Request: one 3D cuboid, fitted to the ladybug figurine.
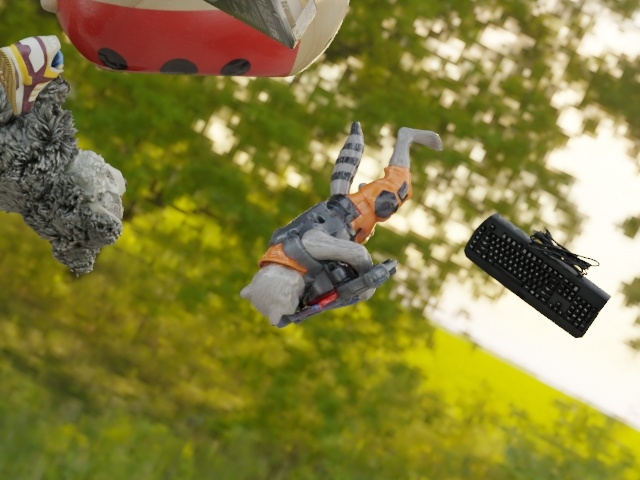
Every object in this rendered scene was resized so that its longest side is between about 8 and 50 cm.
[{"bbox_3d":[-0.179,-0.319,2.245,0.449,0.162,0.305,0,7,-15],"label":"ladybug figurine"}]

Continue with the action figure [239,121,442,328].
[{"bbox_3d":[0.000,0.000,2.191,0.178,0.330,0.341,49,-35,-8],"label":"action figure"}]

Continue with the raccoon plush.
[{"bbox_3d":[-0.506,-0.071,2.330,0.216,0.446,0.299,129,-58,-67],"label":"raccoon plush"}]

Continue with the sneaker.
[{"bbox_3d":[-0.384,-0.223,2.086,0.069,0.084,0.185,66,-14,4],"label":"sneaker"}]

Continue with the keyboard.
[{"bbox_3d":[0.273,0.036,1.963,0.192,0.100,0.038,36,21,16],"label":"keyboard"}]

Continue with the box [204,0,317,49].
[{"bbox_3d":[-0.103,-0.291,1.582,0.183,0.056,0.231,31,-6,11],"label":"box"}]
